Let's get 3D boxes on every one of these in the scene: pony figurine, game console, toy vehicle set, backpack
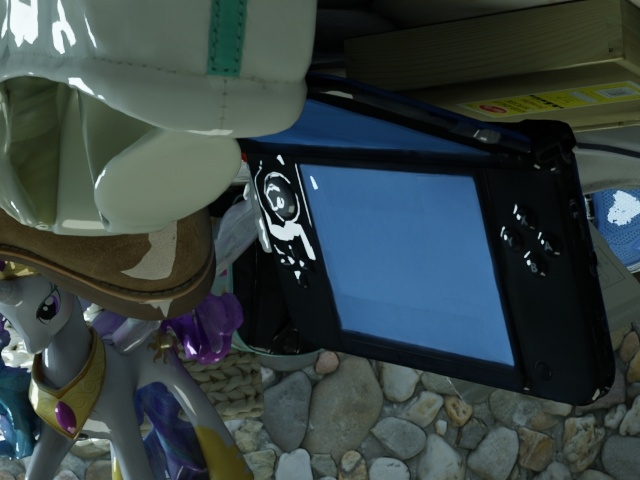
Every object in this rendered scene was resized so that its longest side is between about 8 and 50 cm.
[{"bbox_3d":[-0.170,0.091,1.263,0.303,0.363,0.351,-10,-159,20],"label":"pony figurine"},{"bbox_3d":[-0.001,-0.005,0.883,0.173,0.250,0.293,-26,-159,-34],"label":"game console"},{"bbox_3d":[0.145,-0.102,0.937,0.166,0.035,0.267,-5,175,25],"label":"toy vehicle set"},{"bbox_3d":[-0.053,0.038,1.656,0.166,0.188,0.144,-2,176,-30],"label":"backpack"}]

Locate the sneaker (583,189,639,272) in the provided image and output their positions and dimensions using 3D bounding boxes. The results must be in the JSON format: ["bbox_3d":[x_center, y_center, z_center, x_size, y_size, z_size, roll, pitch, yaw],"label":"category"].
[{"bbox_3d":[0.219,-0.019,1.528,0.330,0.129,0.147,-7,177,40],"label":"sneaker"}]

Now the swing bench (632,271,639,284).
[{"bbox_3d":[0.464,0.010,1.886,0.253,0.165,0.255,-2,176,-28],"label":"swing bench"}]

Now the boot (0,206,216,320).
[{"bbox_3d":[-0.210,-0.048,0.899,0.305,0.112,0.115,14,146,8],"label":"boot"}]

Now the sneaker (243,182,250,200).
[{"bbox_3d":[-0.011,-0.045,1.486,0.152,0.053,0.061,-6,173,35],"label":"sneaker"}]

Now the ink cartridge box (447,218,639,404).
[{"bbox_3d":[0.150,0.033,1.269,0.189,0.232,0.066,-26,144,-9],"label":"ink cartridge box"}]

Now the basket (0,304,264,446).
[{"bbox_3d":[-0.280,0.106,1.739,0.328,0.266,0.331,-10,175,31],"label":"basket"}]

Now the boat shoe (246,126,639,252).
[{"bbox_3d":[0.122,-0.023,1.174,0.367,0.156,0.136,-2,176,-21],"label":"boat shoe"}]

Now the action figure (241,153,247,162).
[{"bbox_3d":[-0.024,-0.073,1.273,0.038,0.030,0.115,-12,174,32],"label":"action figure"}]

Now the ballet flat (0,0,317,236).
[{"bbox_3d":[-0.095,-0.064,0.618,0.139,0.139,0.400,-2,176,-19],"label":"ballet flat"}]
